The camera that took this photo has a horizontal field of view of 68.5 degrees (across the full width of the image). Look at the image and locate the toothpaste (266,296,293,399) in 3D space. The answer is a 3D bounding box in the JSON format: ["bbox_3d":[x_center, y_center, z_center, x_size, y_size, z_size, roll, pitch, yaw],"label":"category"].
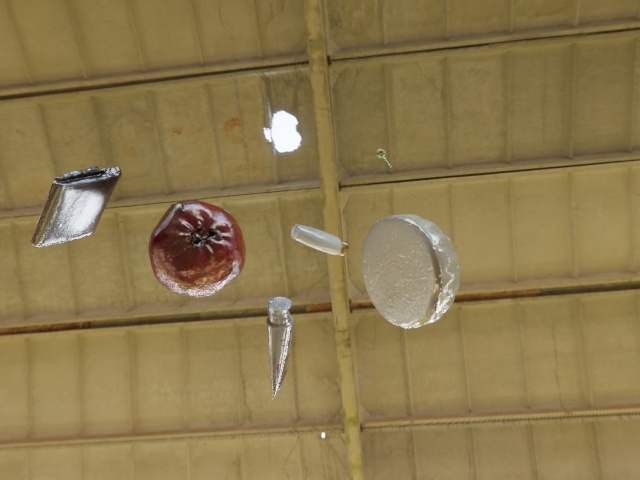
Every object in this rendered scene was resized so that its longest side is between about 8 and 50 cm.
[{"bbox_3d":[-0.113,0.301,1.318,0.073,0.114,0.299,8,-63,12],"label":"toothpaste"}]

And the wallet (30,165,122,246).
[{"bbox_3d":[-0.597,-0.081,1.147,0.049,0.182,0.229,45,-60,8],"label":"wallet"}]

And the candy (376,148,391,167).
[{"bbox_3d":[0.173,-0.219,1.267,0.025,0.083,0.023,-44,-129,3],"label":"candy"}]

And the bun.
[{"bbox_3d":[0.232,0.063,1.080,0.175,0.263,0.263,-7,-80,-33],"label":"bun"}]

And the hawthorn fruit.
[{"bbox_3d":[-0.351,0.041,1.324,0.265,0.307,0.265,11,-116,-23],"label":"hawthorn fruit"}]

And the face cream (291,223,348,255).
[{"bbox_3d":[0.000,0.000,1.377,0.182,0.072,0.051,19,-61,-32],"label":"face cream"}]
